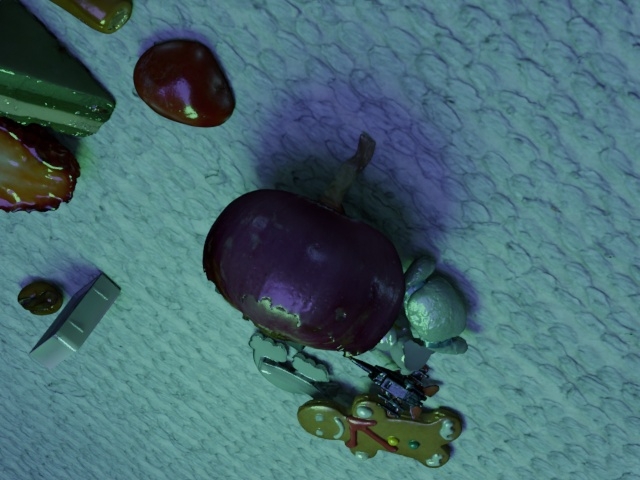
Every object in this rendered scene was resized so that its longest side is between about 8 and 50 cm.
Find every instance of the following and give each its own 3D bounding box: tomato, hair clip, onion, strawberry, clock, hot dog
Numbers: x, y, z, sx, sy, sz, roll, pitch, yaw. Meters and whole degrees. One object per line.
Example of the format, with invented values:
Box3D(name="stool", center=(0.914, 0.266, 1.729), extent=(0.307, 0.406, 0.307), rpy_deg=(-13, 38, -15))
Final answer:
Box3D(name="tomato", center=(-0.248, -0.253, 1.745), extent=(0.174, 0.082, 0.166), rpy_deg=(-2, 129, 28))
Box3D(name="hair clip", center=(-0.062, 0.288, 2.165), extent=(0.220, 0.054, 0.140), rpy_deg=(26, 142, 10))
Box3D(name="onion", center=(-0.014, 0.037, 1.747), extent=(0.358, 0.345, 0.358), rpy_deg=(31, 152, 18))
Box3D(name="strawberry", center=(-0.625, -0.184, 1.993), extent=(0.336, 0.149, 0.265), rpy_deg=(19, 132, -2))
Box3D(name="clock", center=(-0.537, 0.178, 2.225), extent=(0.063, 0.197, 0.150), rpy_deg=(43, 136, -15))
Box3D(name="hot dog", center=(-0.647, 0.139, 2.354), extent=(0.140, 0.060, 0.090), rpy_deg=(-9, 129, 31))

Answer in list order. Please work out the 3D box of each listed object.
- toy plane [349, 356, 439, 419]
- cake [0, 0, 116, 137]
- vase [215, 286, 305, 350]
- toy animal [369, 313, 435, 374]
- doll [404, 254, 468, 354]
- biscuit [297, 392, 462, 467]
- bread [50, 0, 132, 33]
Box3D(name="toy plane", center=(0.136, 0.280, 2.003), extent=(0.189, 0.061, 0.130), rpy_deg=(29, 106, -16))
Box3D(name="cake", center=(-0.534, -0.266, 1.836), extent=(0.283, 0.172, 0.158), rpy_deg=(44, 138, -15))
Box3D(name="vase", center=(-0.108, 0.132, 2.027), extent=(0.214, 0.086, 0.086), rpy_deg=(30, 138, 8))
Box3D(name="toy animal", center=(0.115, 0.187, 1.924), extent=(0.181, 0.131, 0.127), rpy_deg=(31, 109, 47))
Box3D(name="doll", center=(0.206, 0.125, 1.829), extent=(0.103, 0.071, 0.214), rpy_deg=(-25, 113, 5))
Box3D(name="biscuit", center=(0.115, 0.403, 2.123), extent=(0.339, 0.047, 0.216), rpy_deg=(12, 134, 3))
Box3D(name="bread", center=(-0.429, -0.432, 1.691), extent=(0.239, 0.074, 0.093), rpy_deg=(34, 132, -3))
